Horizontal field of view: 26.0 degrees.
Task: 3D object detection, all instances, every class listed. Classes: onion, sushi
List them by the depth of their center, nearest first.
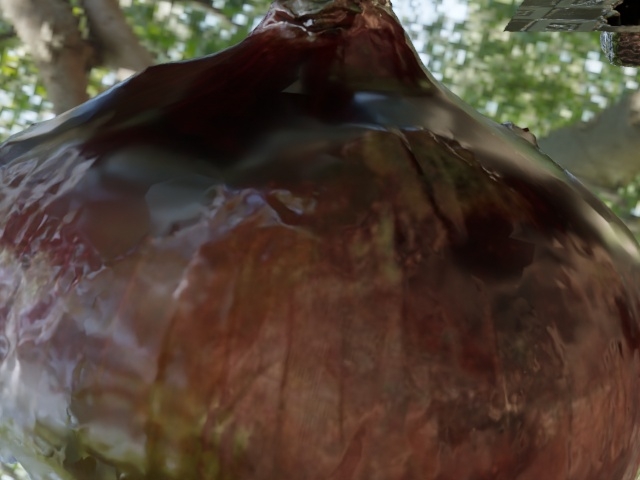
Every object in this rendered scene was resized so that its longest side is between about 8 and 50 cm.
[{"bbox_3d":[0.000,0.000,0.496,0.272,0.272,0.195,0,-72,-62],"label":"onion"},{"bbox_3d":[0.244,-0.154,1.034,0.215,0.192,0.050,-50,-40,-63],"label":"sushi"}]
